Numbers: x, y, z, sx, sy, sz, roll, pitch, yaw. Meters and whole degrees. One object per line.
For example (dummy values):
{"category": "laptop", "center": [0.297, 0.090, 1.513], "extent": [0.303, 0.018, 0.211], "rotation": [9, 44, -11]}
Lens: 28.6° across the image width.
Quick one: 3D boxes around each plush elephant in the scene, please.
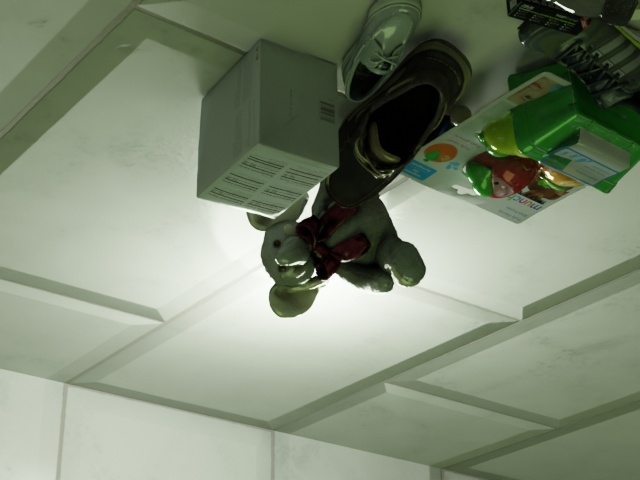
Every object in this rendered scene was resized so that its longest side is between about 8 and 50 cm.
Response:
{"category": "plush elephant", "center": [0.000, 0.000, 2.265], "extent": [0.255, 0.271, 0.330], "rotation": [-24, 180, -9]}

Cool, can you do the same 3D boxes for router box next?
{"category": "router box", "center": [0.320, -0.350, 1.775], "extent": [0.122, 0.092, 0.038], "rotation": [11, 151, -23]}

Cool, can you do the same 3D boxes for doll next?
{"category": "doll", "center": [0.198, -0.176, 2.166], "extent": [0.129, 0.046, 0.189], "rotation": [23, 140, -22]}

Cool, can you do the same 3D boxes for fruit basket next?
{"category": "fruit basket", "center": [0.353, -0.135, 2.093], "extent": [0.327, 0.165, 0.353], "rotation": [21, 138, -36]}

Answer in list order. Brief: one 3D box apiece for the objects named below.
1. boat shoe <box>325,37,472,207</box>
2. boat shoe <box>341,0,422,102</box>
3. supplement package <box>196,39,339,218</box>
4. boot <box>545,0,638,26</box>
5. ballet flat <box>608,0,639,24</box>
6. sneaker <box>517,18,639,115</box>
{"category": "boat shoe", "center": [0.099, -0.171, 1.996], "extent": [0.132, 0.130, 0.355], "rotation": [36, 129, 0]}
{"category": "boat shoe", "center": [0.094, -0.285, 1.907], "extent": [0.079, 0.081, 0.227], "rotation": [9, 152, -18]}
{"category": "supplement package", "center": [-0.084, -0.172, 2.002], "extent": [0.149, 0.194, 0.203], "rotation": [16, 149, -28]}
{"category": "boot", "center": [0.312, -0.407, 1.536], "extent": [0.223, 0.118, 0.338], "rotation": [12, 137, 0]}
{"category": "ballet flat", "center": [0.495, -0.356, 1.793], "extent": [0.206, 0.067, 0.073], "rotation": [-17, 148, 29]}
{"category": "sneaker", "center": [0.426, -0.270, 1.900], "extent": [0.300, 0.121, 0.111], "rotation": [15, 149, -28]}
